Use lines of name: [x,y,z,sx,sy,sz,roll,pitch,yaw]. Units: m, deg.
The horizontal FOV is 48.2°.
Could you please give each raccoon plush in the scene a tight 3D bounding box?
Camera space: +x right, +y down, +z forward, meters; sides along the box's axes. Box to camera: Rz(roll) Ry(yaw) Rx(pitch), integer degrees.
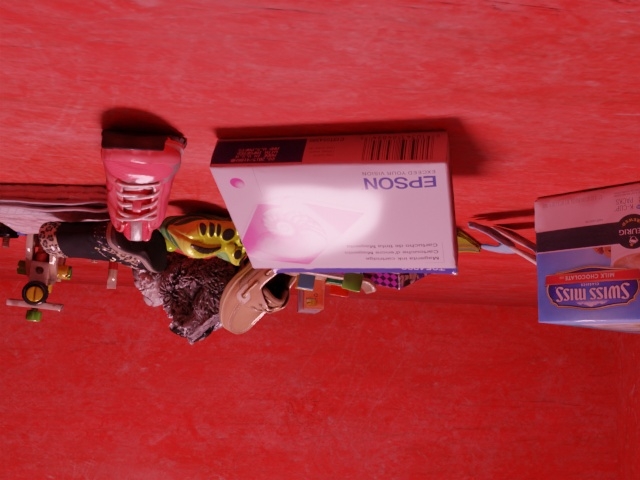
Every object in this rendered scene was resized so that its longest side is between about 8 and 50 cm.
raccoon plush: [-0.292,0.048,1.855,0.446,0.299,0.216,-40,169,8]

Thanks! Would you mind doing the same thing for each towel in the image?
towel: [-0.525,-0.055,1.471,0.332,0.053,0.317,2,171,5]
towel: [0.312,0.004,1.716,0.102,0.021,0.237,-3,169,24]

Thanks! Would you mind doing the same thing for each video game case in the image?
video game case: [0.141,0.042,1.575,0.232,0.041,0.210,9,-159,41]

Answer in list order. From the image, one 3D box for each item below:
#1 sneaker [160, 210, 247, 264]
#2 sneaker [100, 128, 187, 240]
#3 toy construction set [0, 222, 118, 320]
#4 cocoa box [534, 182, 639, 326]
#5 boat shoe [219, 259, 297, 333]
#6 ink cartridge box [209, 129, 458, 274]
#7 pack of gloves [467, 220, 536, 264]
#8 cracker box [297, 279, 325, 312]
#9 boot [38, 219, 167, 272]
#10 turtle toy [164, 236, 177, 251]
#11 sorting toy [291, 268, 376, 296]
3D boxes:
sneaker: [-0.234,-0.018,1.546,0.124,0.109,0.295,26,-177,22]
sneaker: [-0.259,-0.070,1.052,0.116,0.136,0.314,3,170,-11]
toy construction set: [-0.645,0.085,1.771,0.309,0.237,0.258,9,169,-37]
cocoa box: [0.578,0.048,1.290,0.347,0.227,0.232,10,167,-41]
boat shoe: [-0.132,0.113,1.650,0.122,0.110,0.341,-2,136,-40]
ink cartridge box: [0.037,-0.022,1.068,0.324,0.071,0.330,-1,141,14]
pack of gloves: [0.412,0.032,1.450,0.195,0.046,0.232,13,-163,-41]
cracker box: [-0.030,0.144,2.226,0.067,0.155,0.232,3,170,-6]
boot: [-0.423,0.009,1.423,0.179,0.085,0.236,0,165,13]
turtle toy: [-0.309,-0.006,1.661,0.130,0.066,0.095,0,170,12]
sorting toy: [0.005,0.082,1.401,0.196,0.047,0.347,14,174,0]
